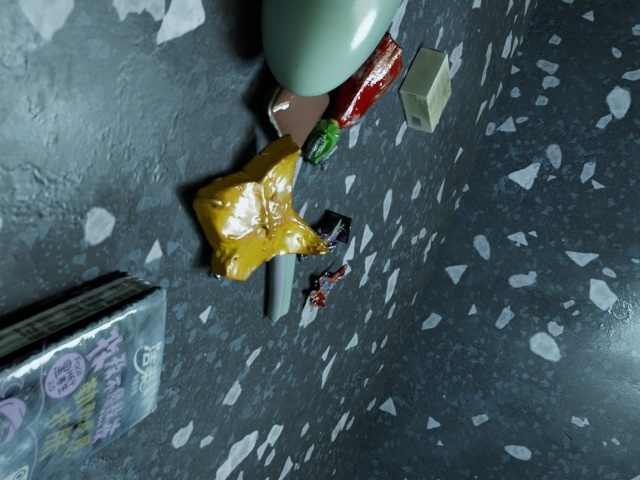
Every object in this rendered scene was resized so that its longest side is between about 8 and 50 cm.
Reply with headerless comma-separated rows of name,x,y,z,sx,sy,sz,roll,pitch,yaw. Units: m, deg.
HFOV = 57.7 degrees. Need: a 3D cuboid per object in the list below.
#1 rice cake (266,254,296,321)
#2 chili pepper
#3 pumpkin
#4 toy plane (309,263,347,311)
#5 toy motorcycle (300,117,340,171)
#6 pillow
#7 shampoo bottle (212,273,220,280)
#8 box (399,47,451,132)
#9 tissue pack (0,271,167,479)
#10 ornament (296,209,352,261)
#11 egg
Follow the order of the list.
rice cake,-0.097,0.100,1.419,0.080,0.042,0.221,-42,147,-50
chili pepper,0.097,-0.366,1.379,0.252,0.136,0.144,-57,-158,0
pumpkin,-0.113,-0.034,1.131,0.258,0.095,0.290,-38,134,-30
toy plane,0.021,0.122,1.686,0.189,0.061,0.130,-54,153,-41
toy motorcycle,0.003,-0.216,1.280,0.106,0.074,0.190,-57,179,3
pillow,-0.049,-0.271,1.143,0.171,0.075,0.179,-62,156,-15
shampoo bottle,-0.174,0.019,1.179,0.141,0.034,0.049,-57,153,-22
box,0.332,-0.465,1.809,0.168,0.095,0.212,-62,158,-11
tissue pack,-0.372,0.217,0.807,0.361,0.122,0.259,-32,141,-58
ornament,0.002,-0.008,1.491,0.203,0.088,0.081,-31,136,-54
egg,0.021,-0.423,0.967,0.230,0.230,0.370,-8,124,-65
